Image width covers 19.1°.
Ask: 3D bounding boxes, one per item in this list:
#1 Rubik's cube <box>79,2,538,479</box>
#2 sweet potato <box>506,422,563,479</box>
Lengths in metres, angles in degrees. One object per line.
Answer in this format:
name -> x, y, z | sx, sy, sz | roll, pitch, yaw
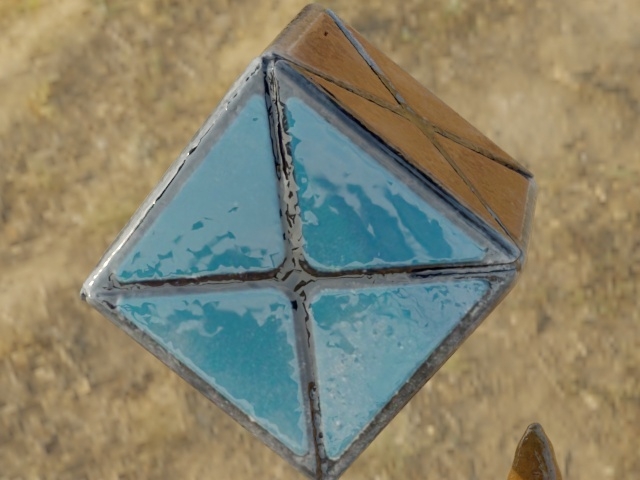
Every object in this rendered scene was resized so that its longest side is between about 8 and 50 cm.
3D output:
Rubik's cube -> 0.000, 0.000, 1.503 | 0.259, 0.260, 0.255 | 37, 19, -1
sweet potato -> 0.176, 0.246, 1.558 | 0.058, 0.055, 0.202 | 7, 72, -23
